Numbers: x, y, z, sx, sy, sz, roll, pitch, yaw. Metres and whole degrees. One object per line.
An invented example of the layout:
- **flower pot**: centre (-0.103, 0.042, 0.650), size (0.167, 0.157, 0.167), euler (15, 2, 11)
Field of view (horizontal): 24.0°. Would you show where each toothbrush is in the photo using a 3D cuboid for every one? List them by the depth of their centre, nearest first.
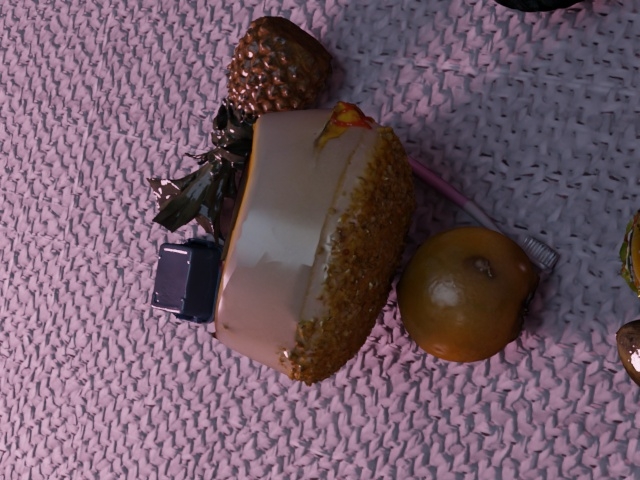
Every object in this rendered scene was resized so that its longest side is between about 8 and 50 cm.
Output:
- **toothbrush**: centre (0.141, -0.048, 1.578), size (0.286, 0.020, 0.025), euler (38, 99, 34)

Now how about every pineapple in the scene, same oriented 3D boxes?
- **pineapple**: centre (-0.099, -0.124, 1.720), size (0.130, 0.119, 0.277), euler (38, 111, 15)

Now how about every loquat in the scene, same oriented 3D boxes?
- **loquat**: centre (0.143, 0.051, 1.492), size (0.141, 0.141, 0.141), euler (-6, 80, 38)

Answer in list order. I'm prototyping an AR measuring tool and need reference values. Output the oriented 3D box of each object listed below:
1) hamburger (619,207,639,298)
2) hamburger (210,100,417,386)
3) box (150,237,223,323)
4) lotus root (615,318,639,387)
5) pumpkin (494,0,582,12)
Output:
- **hamburger**: centre (0.342, 0.010, 1.372), size (0.141, 0.081, 0.127), euler (9, 90, 38)
- **hamburger**: centre (0.000, 0.000, 1.522), size (0.179, 0.276, 0.294), euler (12, 73, 3)
- **box**: centre (-0.160, 0.046, 1.780), size (0.074, 0.054, 0.099), euler (9, 90, 40)
- **lotus root**: centre (0.341, 0.121, 1.354), size (0.179, 0.089, 0.080), euler (20, 78, 44)
- **pumpkin**: centre (0.219, -0.323, 1.477), size (0.202, 0.140, 0.202), euler (-6, 80, 41)
